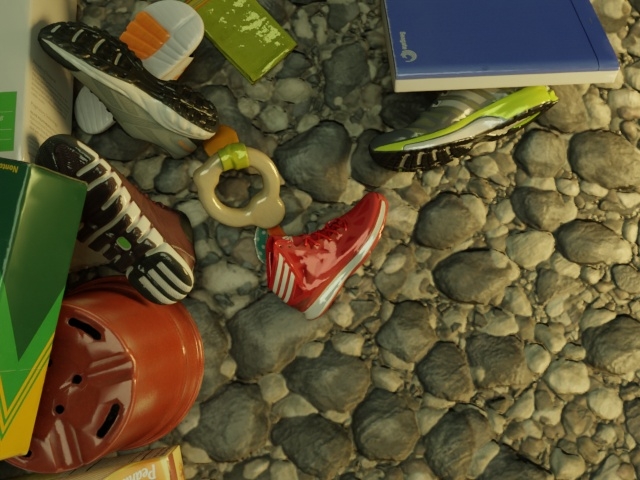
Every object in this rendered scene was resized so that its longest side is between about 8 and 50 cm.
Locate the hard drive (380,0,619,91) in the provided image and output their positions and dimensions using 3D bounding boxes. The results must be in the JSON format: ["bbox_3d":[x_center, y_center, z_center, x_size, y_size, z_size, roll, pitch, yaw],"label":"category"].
[{"bbox_3d":[0.261,-0.313,1.008,0.318,0.040,0.210,-3,53,-1],"label":"hard drive"}]

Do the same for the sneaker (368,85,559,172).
[{"bbox_3d":[0.207,-0.199,1.027,0.299,0.111,0.121,-22,76,-7],"label":"sneaker"}]

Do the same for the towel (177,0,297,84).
[{"bbox_3d":[-0.152,-0.369,1.069,0.102,0.021,0.237,-43,87,-2],"label":"towel"}]

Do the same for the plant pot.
[{"bbox_3d":[-0.315,0.181,0.905,0.272,0.265,0.273,0,86,-1],"label":"plant pot"}]

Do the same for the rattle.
[{"bbox_3d":[-0.118,-0.071,1.045,0.130,0.142,0.200,-49,124,-10],"label":"rattle"}]

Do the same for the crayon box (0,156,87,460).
[{"bbox_3d":[-0.472,0.049,0.754,0.362,0.106,0.313,11,86,20],"label":"crayon box"}]

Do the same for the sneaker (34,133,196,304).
[{"bbox_3d":[-0.283,-0.044,0.967,0.106,0.162,0.281,-31,107,14],"label":"sneaker"}]

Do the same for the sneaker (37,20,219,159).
[{"bbox_3d":[-0.283,-0.209,0.955,0.271,0.100,0.108,34,125,-21],"label":"sneaker"}]

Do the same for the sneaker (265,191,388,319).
[{"bbox_3d":[0.000,0.000,0.994,0.128,0.087,0.221,34,85,-19],"label":"sneaker"}]

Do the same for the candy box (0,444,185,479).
[{"bbox_3d":[-0.353,0.428,0.974,0.316,0.087,0.183,-11,86,-2],"label":"candy box"}]

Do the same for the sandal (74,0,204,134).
[{"bbox_3d":[-0.280,-0.268,1.040,0.265,0.076,0.102,-37,83,18],"label":"sandal"}]

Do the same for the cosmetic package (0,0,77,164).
[{"bbox_3d":[-0.480,-0.256,0.968,0.196,0.155,0.366,-5,78,2],"label":"cosmetic package"}]

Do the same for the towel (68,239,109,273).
[{"bbox_3d":[-0.474,-0.022,1.029,0.282,0.049,0.187,-13,87,-2],"label":"towel"}]
